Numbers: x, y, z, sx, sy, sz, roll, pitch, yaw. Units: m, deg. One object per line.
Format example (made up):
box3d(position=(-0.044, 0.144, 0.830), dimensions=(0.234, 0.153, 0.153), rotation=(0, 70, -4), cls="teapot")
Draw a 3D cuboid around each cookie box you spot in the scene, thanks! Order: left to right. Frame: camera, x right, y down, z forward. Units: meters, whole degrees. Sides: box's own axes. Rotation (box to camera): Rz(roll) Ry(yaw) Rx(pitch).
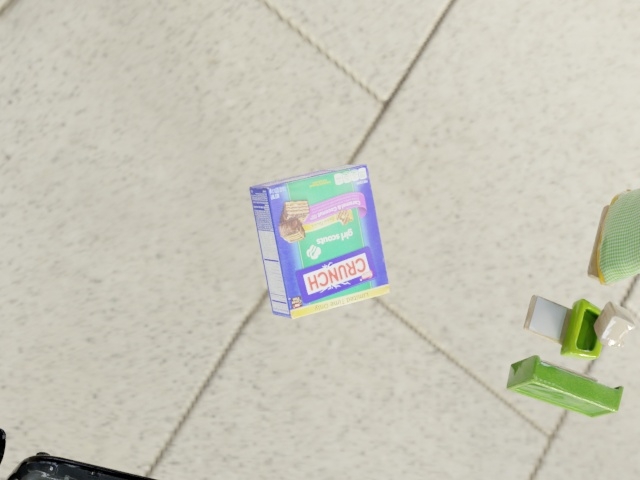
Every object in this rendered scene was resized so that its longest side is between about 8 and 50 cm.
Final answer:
box3d(position=(0.000, 0.000, 1.078), dimensions=(0.091, 0.040, 0.107), rotation=(-14, 99, -23), cls="cookie box")

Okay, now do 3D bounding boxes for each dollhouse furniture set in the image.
box3d(position=(0.159, 0.025, 0.798), dimensions=(0.058, 0.076, 0.152), rotation=(21, 73, -10), cls="dollhouse furniture set")

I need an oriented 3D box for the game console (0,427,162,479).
box3d(position=(-0.252, 0.211, 1.165), dimensions=(0.361, 0.213, 0.044), rotation=(18, 65, -20), cls="game console")
